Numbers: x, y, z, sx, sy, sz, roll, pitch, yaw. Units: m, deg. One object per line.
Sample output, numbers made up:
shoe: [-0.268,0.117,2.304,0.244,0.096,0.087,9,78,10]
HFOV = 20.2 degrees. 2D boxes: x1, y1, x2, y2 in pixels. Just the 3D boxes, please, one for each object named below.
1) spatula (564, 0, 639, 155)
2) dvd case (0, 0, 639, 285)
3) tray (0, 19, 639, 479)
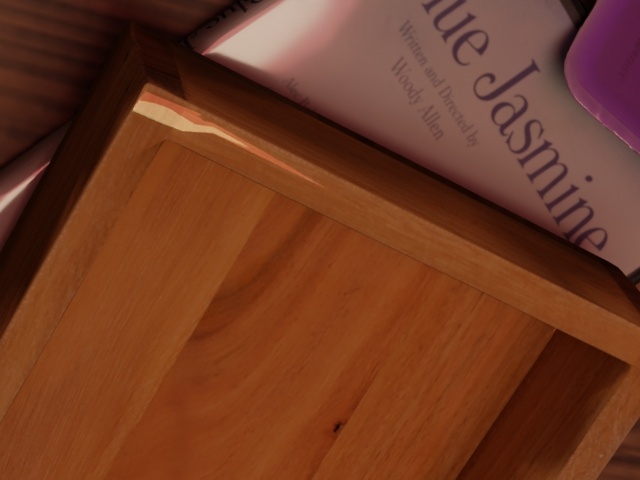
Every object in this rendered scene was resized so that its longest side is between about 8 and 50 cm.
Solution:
spatula: [0.197,0.008,0.701,0.296,0.030,0.084,47,59,-29]
dvd case: [0.000,0.000,0.655,0.253,0.022,0.180,-36,114,-1]
tray: [-0.074,0.149,0.641,0.203,0.076,0.411,26,107,-21]
